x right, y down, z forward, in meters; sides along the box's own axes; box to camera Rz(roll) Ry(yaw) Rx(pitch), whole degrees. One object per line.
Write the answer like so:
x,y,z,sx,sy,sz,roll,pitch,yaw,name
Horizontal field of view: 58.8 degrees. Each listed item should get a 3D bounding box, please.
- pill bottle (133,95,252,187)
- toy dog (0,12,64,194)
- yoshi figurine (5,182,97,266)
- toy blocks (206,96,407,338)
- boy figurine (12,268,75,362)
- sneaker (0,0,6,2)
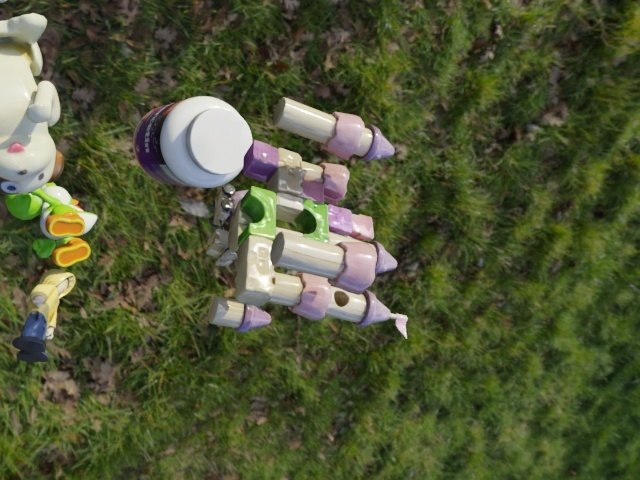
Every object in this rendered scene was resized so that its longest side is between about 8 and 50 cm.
-0.267,-0.203,1.191,0.182,0.323,0.181,-4,98,-32,pill bottle
-0.828,-0.316,1.454,0.285,0.395,0.407,-19,96,-42,toy dog
-0.822,-0.071,1.682,0.203,0.362,0.203,-48,137,-3,yoshi figurine
0.000,0.000,0.859,0.260,0.309,0.288,15,55,-26,toy blocks
-0.755,0.198,1.565,0.092,0.285,0.177,5,131,-7,boy figurine
-0.456,-0.393,0.759,0.075,0.057,0.161,-12,147,6,sneaker
